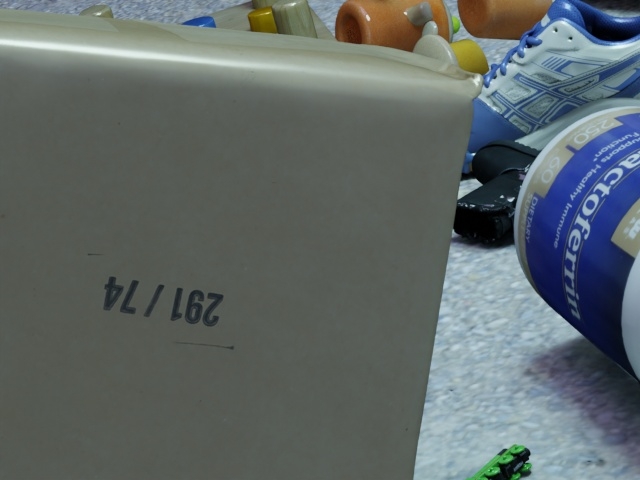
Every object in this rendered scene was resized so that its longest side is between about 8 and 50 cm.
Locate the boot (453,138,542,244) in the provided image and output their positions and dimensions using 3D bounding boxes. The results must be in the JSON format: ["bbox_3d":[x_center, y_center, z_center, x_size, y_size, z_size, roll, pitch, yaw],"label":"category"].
[{"bbox_3d":[0.137,-0.037,1.479,0.099,0.045,0.121,-33,27,-30],"label":"boot"}]

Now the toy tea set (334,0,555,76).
[{"bbox_3d":[0.129,-0.218,1.753,0.124,0.200,0.336,-10,28,-26],"label":"toy tea set"}]

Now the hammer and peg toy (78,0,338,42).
[{"bbox_3d":[-0.168,-0.161,1.881,0.361,0.127,0.266,-18,23,-6],"label":"hammer and peg toy"}]

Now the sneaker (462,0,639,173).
[{"bbox_3d":[0.191,-0.143,1.583,0.296,0.131,0.112,-12,23,13],"label":"sneaker"}]

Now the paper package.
[{"bbox_3d":[-0.108,0.039,0.988,0.325,0.309,0.168,4,10,-19],"label":"paper package"}]

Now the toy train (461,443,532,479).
[{"bbox_3d":[0.094,0.145,1.096,0.024,0.017,0.083,-8,20,48],"label":"toy train"}]

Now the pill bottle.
[{"bbox_3d":[0.231,0.020,1.121,0.153,0.153,0.264,-20,22,-10],"label":"pill bottle"}]
